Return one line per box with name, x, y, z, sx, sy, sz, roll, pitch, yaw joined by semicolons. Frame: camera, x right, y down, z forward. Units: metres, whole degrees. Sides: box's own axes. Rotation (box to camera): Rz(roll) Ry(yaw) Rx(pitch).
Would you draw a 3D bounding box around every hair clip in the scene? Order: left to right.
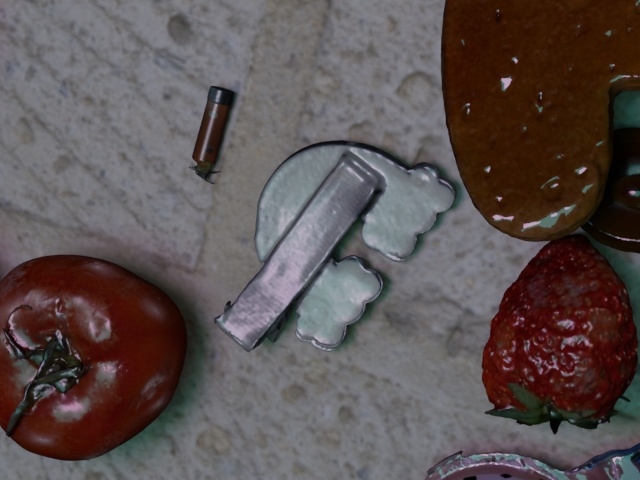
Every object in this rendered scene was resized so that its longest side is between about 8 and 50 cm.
hair clip;0.000;0.000;1.372;0.140;0.054;0.220;41;104;16

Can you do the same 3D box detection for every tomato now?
tomato;-0.200;0.101;1.395;0.187;0.151;0.187;-1;88;16

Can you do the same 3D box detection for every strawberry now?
strawberry;0.187;0.074;1.273;0.131;0.131;0.148;-5;95;19

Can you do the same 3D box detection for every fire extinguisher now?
fire extinguisher;-0.093;-0.091;1.410;0.028;0.022;0.083;13;100;-13

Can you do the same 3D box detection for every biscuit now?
biscuit;0.228;-0.139;1.247;0.277;0.052;0.262;-14;71;17

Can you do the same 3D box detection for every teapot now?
teapot;0.241;-0.039;1.268;0.129;0.078;0.098;10;98;18

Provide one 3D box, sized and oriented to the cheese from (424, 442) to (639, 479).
cheese;0.179;0.246;1.317;0.286;0.074;0.189;-25;88;18
